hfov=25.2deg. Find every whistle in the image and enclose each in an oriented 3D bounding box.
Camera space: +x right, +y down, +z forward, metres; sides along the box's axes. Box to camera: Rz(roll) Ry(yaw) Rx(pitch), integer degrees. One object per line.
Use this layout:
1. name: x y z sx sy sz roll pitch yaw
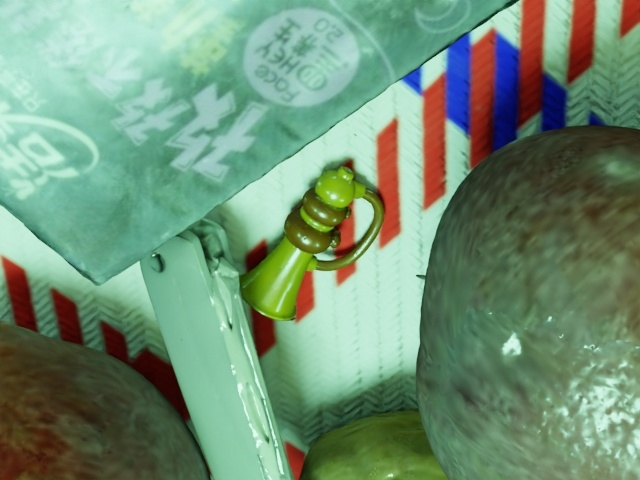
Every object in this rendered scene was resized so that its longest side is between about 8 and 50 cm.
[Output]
1. whistle: -0.001 0.004 0.918 0.057 0.046 0.109 36 113 -6

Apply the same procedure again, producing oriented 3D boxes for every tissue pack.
1. tissue pack: -0.075 -0.160 0.759 0.361 0.122 0.259 -34 117 24

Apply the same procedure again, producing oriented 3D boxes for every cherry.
1. cherry: 0.180 0.066 0.829 0.221 0.307 0.261 -23 129 -37
2. cherry: -0.161 0.183 0.933 0.206 0.239 0.239 23 125 12

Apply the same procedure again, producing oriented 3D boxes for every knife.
1. knife: -0.051 0.113 0.926 0.073 0.040 0.265 -5 104 44

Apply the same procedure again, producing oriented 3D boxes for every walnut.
1. walnut: 0.064 0.186 0.985 0.166 0.149 0.166 8 151 4
